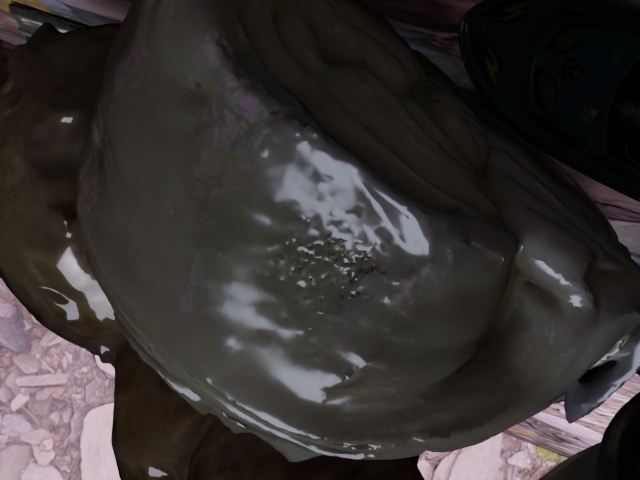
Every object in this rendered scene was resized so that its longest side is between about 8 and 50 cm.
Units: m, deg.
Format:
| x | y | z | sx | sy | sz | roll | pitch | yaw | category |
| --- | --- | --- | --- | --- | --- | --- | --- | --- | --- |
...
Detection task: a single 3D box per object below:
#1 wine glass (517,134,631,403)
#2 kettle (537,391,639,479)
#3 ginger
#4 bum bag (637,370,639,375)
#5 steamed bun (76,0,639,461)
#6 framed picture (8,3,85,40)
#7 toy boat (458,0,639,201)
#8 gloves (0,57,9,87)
| x | y | z | sx | sy | sz | roll | pitch | yaw | category |
| --- | --- | --- | --- | --- | --- | --- | --- | --- | --- |
| 0.080 | 0.010 | 0.862 | 0.111 | 0.111 | 0.204 | 16 | 170 | 27 | wine glass |
| 0.243 | 0.212 | 0.790 | 0.361 | 0.250 | 0.376 | 40 | 168 | 9 | kettle |
| -0.040 | 0.049 | 0.853 | 0.304 | 0.155 | 0.244 | 57 | 179 | 23 | ginger |
| 0.223 | 0.069 | 1.148 | 0.233 | 0.060 | 0.107 | 22 | -178 | -1 | bum bag |
| 0.002 | 0.001 | 0.633 | 0.211 | 0.144 | 0.218 | 38 | -171 | -11 | steamed bun |
| -0.027 | -0.058 | 1.027 | 0.273 | 0.016 | 0.216 | 18 | 173 | 8 | framed picture |
| 0.104 | -0.044 | 0.608 | 0.141 | 0.055 | 0.060 | 24 | 180 | -21 | toy boat |
| -0.209 | -0.065 | 1.130 | 0.140 | 0.131 | 0.218 | 19 | 143 | 19 | gloves |
